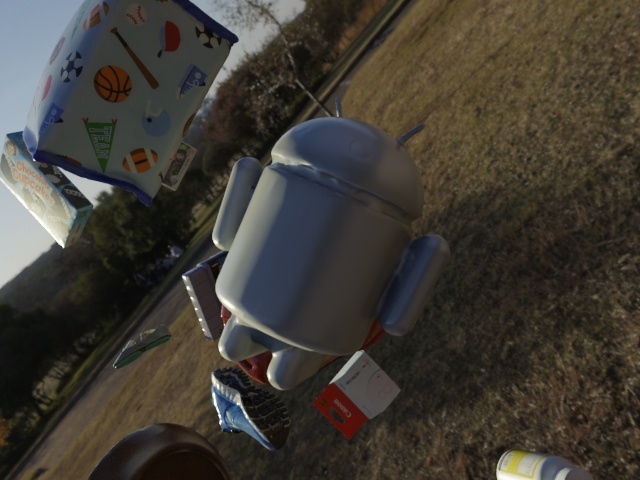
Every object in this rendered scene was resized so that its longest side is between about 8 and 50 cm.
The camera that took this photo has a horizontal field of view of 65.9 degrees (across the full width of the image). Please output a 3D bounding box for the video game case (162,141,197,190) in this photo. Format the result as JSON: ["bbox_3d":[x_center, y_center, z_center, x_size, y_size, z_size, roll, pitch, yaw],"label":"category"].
[{"bbox_3d":[-0.550,-0.290,1.747,0.022,0.190,0.173,26,88,41],"label":"video game case"}]

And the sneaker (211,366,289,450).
[{"bbox_3d":[-0.210,0.506,1.435,0.330,0.130,0.147,27,111,44],"label":"sneaker"}]

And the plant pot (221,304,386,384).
[{"bbox_3d":[-0.028,0.127,0.930,0.272,0.272,0.265,-37,-9,28],"label":"plant pot"}]

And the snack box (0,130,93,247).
[{"bbox_3d":[-0.840,-0.153,1.498,0.187,0.322,0.060,-48,-5,37],"label":"snack box"}]

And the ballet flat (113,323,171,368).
[{"bbox_3d":[-0.625,0.363,1.713,0.213,0.068,0.072,-30,-19,-18],"label":"ballet flat"}]

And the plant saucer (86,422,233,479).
[{"bbox_3d":[-0.217,0.428,0.719,0.050,0.310,0.310,-20,27,28],"label":"plant saucer"}]

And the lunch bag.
[{"bbox_3d":[-0.361,-0.276,0.883,0.385,0.239,0.328,28,90,49],"label":"lunch bag"}]

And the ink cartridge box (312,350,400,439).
[{"bbox_3d":[0.121,0.506,1.605,0.232,0.189,0.066,-46,10,-20],"label":"ink cartridge box"}]

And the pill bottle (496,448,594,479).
[{"bbox_3d":[0.440,0.472,0.966,0.103,0.103,0.184,-52,3,-22],"label":"pill bottle"}]

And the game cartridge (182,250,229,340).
[{"bbox_3d":[-0.243,0.124,1.547,0.068,0.230,0.355,8,30,42],"label":"game cartridge"}]

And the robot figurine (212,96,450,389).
[{"bbox_3d":[0.000,0.000,0.616,0.353,0.300,0.200,-66,-14,3],"label":"robot figurine"}]
